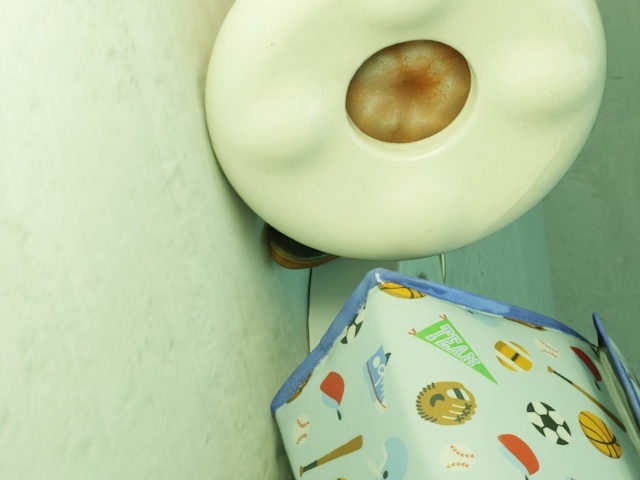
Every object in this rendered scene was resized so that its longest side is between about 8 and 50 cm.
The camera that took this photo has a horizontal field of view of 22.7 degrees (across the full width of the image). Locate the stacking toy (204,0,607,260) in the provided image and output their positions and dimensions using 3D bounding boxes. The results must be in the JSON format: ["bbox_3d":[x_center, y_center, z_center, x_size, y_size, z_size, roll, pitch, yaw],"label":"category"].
[{"bbox_3d":[0.044,-0.240,1.524,0.480,0.350,0.351,-106,-179,-53],"label":"stacking toy"}]

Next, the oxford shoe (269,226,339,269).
[{"bbox_3d":[0.000,0.000,1.591,0.076,0.076,0.212,-58,168,24],"label":"oxford shoe"}]

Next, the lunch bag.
[{"bbox_3d":[0.196,0.227,1.434,0.385,0.239,0.328,18,35,-30],"label":"lunch bag"}]

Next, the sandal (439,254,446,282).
[{"bbox_3d":[0.084,-0.041,1.943,0.079,0.088,0.240,-3,82,-44],"label":"sandal"}]

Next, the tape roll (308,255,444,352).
[{"bbox_3d":[0.070,0.113,1.755,0.286,0.100,0.286,-3,90,-76],"label":"tape roll"}]
